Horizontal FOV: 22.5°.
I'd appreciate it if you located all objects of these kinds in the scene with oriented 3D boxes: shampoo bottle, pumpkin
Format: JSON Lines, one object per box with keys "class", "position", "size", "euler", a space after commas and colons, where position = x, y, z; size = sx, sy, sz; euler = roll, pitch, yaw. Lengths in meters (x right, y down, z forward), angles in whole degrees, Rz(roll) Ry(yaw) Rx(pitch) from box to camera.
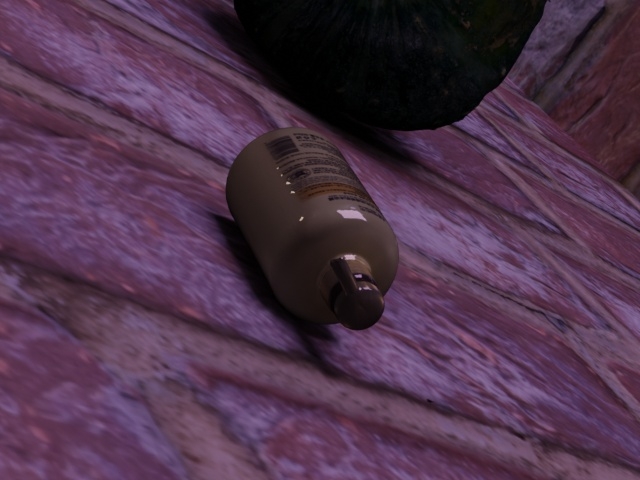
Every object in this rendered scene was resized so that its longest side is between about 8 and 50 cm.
{"class": "shampoo bottle", "position": [0.000, 0.000, 0.943], "size": [0.079, 0.079, 0.162], "euler": [29, 17, -32]}
{"class": "pumpkin", "position": [0.044, -0.217, 1.518], "size": [0.293, 0.197, 0.263], "euler": [30, 2, -7]}
